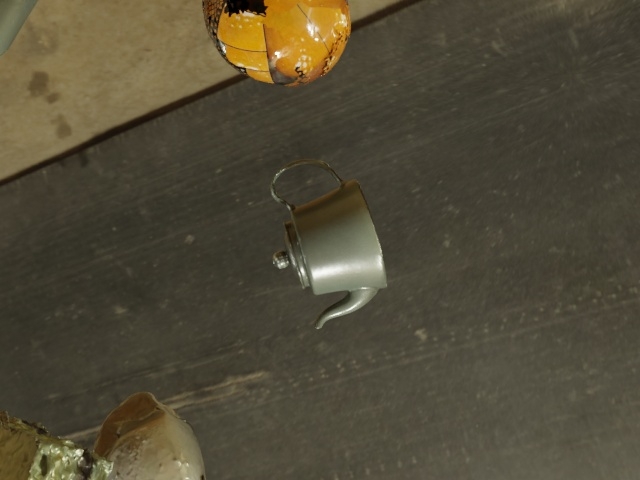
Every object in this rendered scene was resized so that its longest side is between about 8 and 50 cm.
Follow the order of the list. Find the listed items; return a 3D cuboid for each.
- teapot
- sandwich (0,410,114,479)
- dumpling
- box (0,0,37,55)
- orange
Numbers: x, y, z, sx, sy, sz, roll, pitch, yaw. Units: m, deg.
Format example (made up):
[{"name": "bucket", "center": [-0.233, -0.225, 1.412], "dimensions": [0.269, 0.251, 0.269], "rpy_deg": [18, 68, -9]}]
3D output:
[{"name": "teapot", "center": [0.000, 0.000, 1.165], "dimensions": [0.148, 0.162, 0.239], "rpy_deg": [-17, 90, -1]}, {"name": "sandwich", "center": [-0.373, 0.333, 0.893], "dimensions": [0.325, 0.262, 0.131], "rpy_deg": [-43, 129, 10]}, {"name": "dumpling", "center": [-0.317, 0.417, 1.430], "dimensions": [0.226, 0.243, 0.175], "rpy_deg": [-28, 122, -2]}, {"name": "box", "center": [-0.638, -0.454, 1.463], "dimensions": [0.226, 0.226, 0.149], "rpy_deg": [45, 114, 4]}, {"name": "orange", "center": [-0.067, -0.346, 1.254], "dimensions": [0.234, 0.234, 0.182], "rpy_deg": [53, 137, 1]}]
